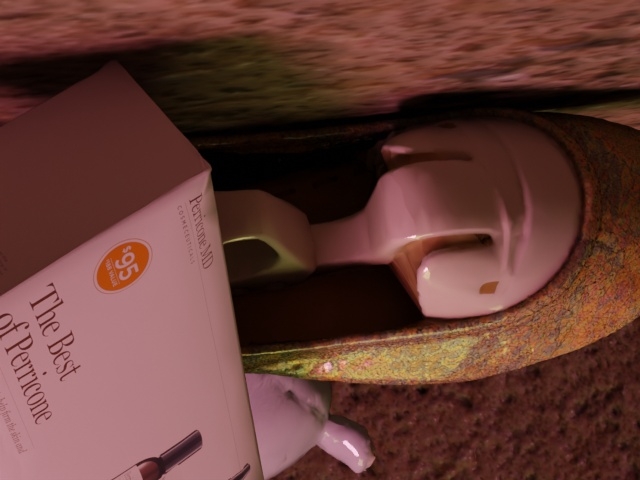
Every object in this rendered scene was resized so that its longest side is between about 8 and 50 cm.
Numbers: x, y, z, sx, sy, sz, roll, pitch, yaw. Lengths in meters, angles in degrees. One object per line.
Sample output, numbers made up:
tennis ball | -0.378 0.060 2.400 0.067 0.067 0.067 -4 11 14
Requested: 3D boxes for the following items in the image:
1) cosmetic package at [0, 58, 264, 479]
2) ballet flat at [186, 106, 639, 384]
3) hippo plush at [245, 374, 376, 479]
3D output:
cosmetic package | -0.078 0.053 0.559 0.099 0.060 0.239 -35 151 -18
ballet flat | 0.000 0.000 0.670 0.348 0.123 0.123 -6 176 -3
hippo plush | -0.117 0.069 0.817 0.234 0.294 0.236 35 129 -25
